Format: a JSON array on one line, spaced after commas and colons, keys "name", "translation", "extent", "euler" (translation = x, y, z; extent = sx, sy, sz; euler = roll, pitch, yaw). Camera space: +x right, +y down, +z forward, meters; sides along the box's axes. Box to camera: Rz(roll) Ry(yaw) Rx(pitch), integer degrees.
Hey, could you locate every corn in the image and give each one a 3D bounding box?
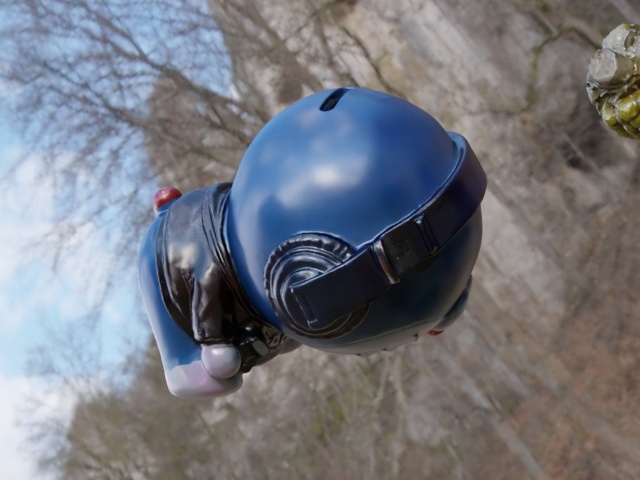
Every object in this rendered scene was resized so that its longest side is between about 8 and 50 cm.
[{"name": "corn", "translation": [0.341, -0.110, 0.893], "extent": [0.320, 0.097, 0.097], "euler": [6, -42, -33]}]

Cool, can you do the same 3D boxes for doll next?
[{"name": "doll", "translation": [0.000, 0.000, 0.956], "extent": [0.310, 0.240, 0.284], "euler": [-18, 20, 28]}]
